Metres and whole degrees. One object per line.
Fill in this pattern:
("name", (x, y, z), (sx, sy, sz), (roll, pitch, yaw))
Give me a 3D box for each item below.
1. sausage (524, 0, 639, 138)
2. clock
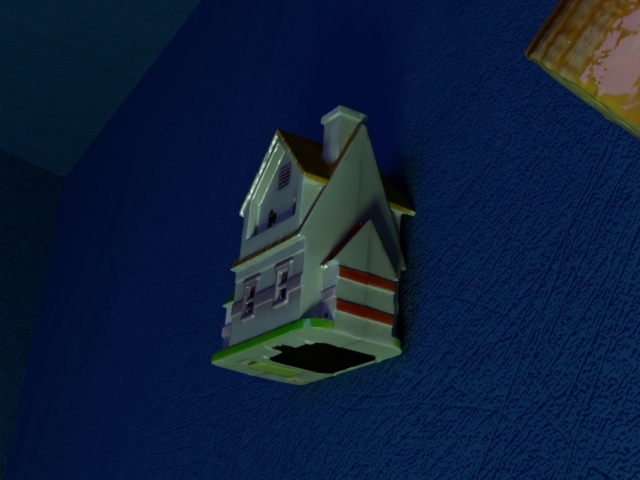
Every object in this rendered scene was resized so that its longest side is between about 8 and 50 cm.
("sausage", (0.327, -0.191, 0.803), (0.287, 0.233, 0.233), (-56, 28, 18))
("clock", (-0.001, 0.000, 1.314), (0.235, 0.166, 0.310), (-26, 54, 52))
